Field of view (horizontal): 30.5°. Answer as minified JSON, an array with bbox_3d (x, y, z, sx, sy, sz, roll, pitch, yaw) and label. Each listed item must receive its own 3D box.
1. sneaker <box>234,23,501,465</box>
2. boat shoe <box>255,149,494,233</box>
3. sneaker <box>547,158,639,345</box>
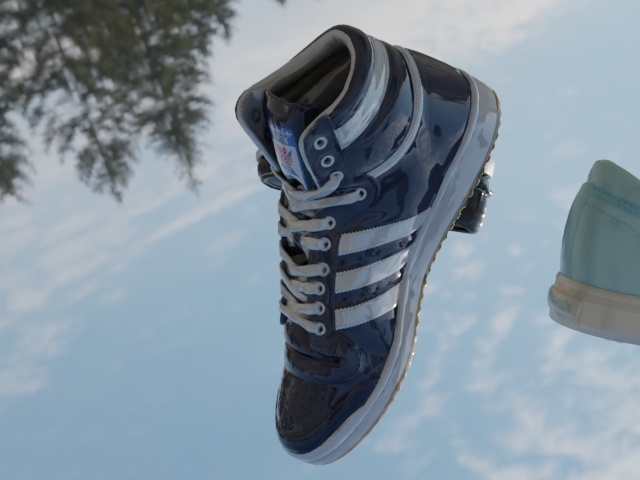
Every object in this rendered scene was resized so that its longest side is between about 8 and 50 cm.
[{"bbox_3d":[0.000,0.000,0.756,0.153,0.282,0.099,22,-179,-40],"label":"sneaker"},{"bbox_3d":[0.050,-0.060,1.356,0.302,0.091,0.114,3,168,34],"label":"boat shoe"},{"bbox_3d":[0.355,0.008,0.859,0.366,0.150,0.135,4,-167,-13],"label":"sneaker"}]
